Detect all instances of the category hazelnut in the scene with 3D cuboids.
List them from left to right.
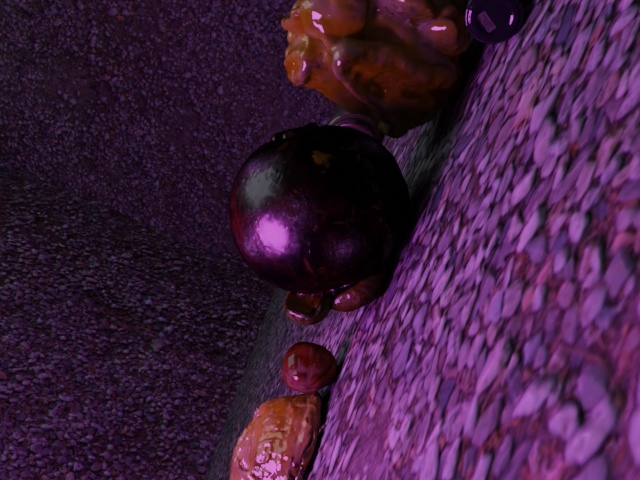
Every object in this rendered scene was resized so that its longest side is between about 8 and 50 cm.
[{"bbox_3d":[-0.019,0.196,1.038,0.086,0.086,0.086,-156,90,-86],"label":"hazelnut"}]

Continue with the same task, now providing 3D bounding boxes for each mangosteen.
[{"bbox_3d":[0.001,-0.031,1.005,0.288,0.287,0.288,-156,90,-86],"label":"mangosteen"}]

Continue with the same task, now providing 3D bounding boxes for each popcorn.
[{"bbox_3d":[0.097,-0.319,1.034,0.312,0.312,0.312,-156,90,-86],"label":"popcorn"}]

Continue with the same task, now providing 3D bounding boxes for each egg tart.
[{"bbox_3d":[-0.075,0.331,1.034,0.232,0.098,0.252,-76,14,-45],"label":"egg tart"}]

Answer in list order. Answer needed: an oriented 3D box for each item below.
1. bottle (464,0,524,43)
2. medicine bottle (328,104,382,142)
[{"bbox_3d":[0.241,-0.349,0.917,0.082,0.072,0.245,-20,30,27],"label":"bottle"},{"bbox_3d":[0.109,-0.346,1.926,0.323,0.151,0.151,-72,7,-51],"label":"medicine bottle"}]
